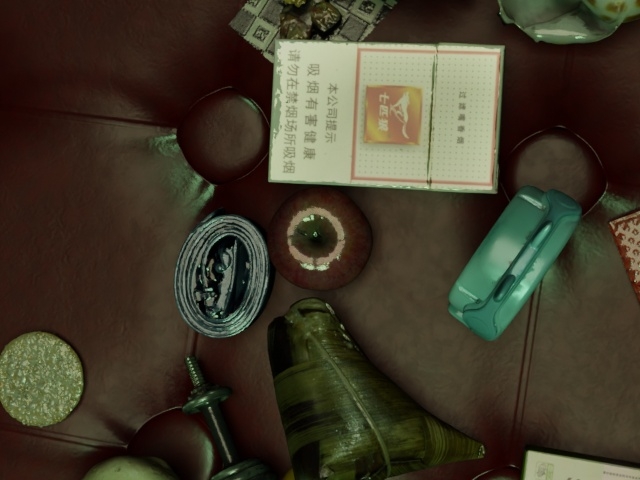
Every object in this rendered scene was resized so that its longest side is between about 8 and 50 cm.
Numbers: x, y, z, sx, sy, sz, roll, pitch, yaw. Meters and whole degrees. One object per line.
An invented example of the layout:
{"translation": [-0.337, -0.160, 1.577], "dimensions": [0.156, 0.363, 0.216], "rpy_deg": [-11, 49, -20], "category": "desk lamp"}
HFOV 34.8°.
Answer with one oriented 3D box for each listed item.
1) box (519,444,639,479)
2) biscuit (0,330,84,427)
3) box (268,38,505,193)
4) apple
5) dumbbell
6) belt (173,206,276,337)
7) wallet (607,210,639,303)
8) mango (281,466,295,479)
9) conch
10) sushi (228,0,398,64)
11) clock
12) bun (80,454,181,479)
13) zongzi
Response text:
{"translation": [0.404, 0.395, 1.420], "dimensions": [0.261, 0.062, 0.175], "rpy_deg": [8, 88, 11], "category": "box"}
{"translation": [-0.438, 0.216, 1.591], "dimensions": [0.152, 0.020, 0.152], "rpy_deg": [0, 88, 8], "category": "biscuit"}
{"translation": [0.097, -0.180, 1.479], "dimensions": [0.331, 0.095, 0.210], "rpy_deg": [4, 94, 7], "category": "box"}
{"translation": [0.000, 0.000, 1.483], "dimensions": [0.154, 0.120, 0.153], "rpy_deg": [0, 88, 4], "category": "apple"}
{"translation": [-0.145, 0.287, 1.503], "dimensions": [0.110, 0.110, 0.254], "rpy_deg": [-25, 76, 7], "category": "dumbbell"}
{"translation": [-0.141, 0.049, 1.521], "dimensions": [0.142, 0.082, 0.190], "rpy_deg": [13, 90, 5], "category": "belt"}
{"translation": [0.492, 0.047, 1.449], "dimensions": [0.103, 0.020, 0.196], "rpy_deg": [-22, 83, 7], "category": "wallet"}
{"translation": [-0.023, 0.449, 1.460], "dimensions": [0.139, 0.113, 0.253], "rpy_deg": [-6, 83, 5], "category": "mango"}
{"translation": [0.390, -0.374, 1.428], "dimensions": [0.275, 0.182, 0.148], "rpy_deg": [15, 58, 4], "category": "conch"}
{"translation": [-0.015, -0.357, 1.547], "dimensions": [0.193, 0.040, 0.210], "rpy_deg": [42, 94, 9], "category": "sushi"}
{"translation": [0.256, 0.023, 1.361], "dimensions": [0.094, 0.274, 0.223], "rpy_deg": [34, 90, 10], "category": "clock"}
{"translation": [-0.261, 0.409, 1.492], "dimensions": [0.231, 0.133, 0.231], "rpy_deg": [7, 111, 19], "category": "bun"}
{"translation": [0.079, 0.216, 1.471], "dimensions": [0.288, 0.134, 0.285], "rpy_deg": [-6, 68, -18], "category": "zongzi"}
